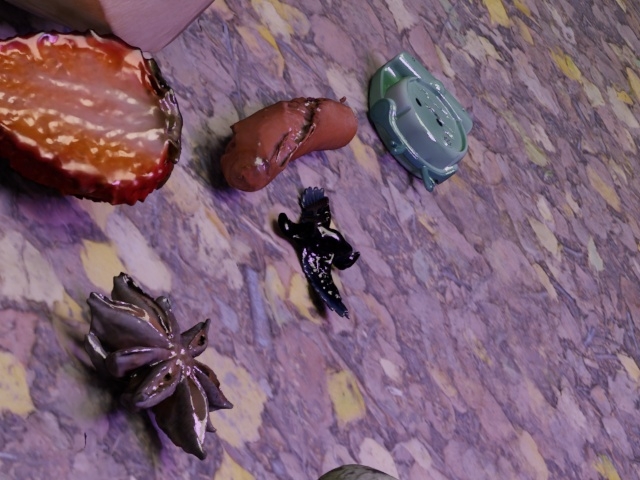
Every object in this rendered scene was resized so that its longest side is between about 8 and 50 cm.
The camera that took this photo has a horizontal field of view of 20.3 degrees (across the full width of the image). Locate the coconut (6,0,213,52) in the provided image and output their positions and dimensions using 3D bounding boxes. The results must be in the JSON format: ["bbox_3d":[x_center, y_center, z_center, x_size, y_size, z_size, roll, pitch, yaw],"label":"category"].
[{"bbox_3d":[-0.197,-0.336,1.809,0.329,0.329,0.329,39,30,-28],"label":"coconut"}]

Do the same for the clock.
[{"bbox_3d":[0.138,-0.151,2.436,0.159,0.066,0.211,42,29,-22],"label":"clock"}]

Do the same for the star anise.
[{"bbox_3d":[-0.144,0.121,1.646,0.182,0.065,0.195,23,35,-54],"label":"star anise"}]

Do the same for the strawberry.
[{"bbox_3d":[-0.254,-0.109,1.710,0.236,0.111,0.190,13,54,-22],"label":"strawberry"}]

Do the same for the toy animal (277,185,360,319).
[{"bbox_3d":[0.000,0.000,2.050,0.108,0.062,0.220,55,18,-44],"label":"toy animal"}]

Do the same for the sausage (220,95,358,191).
[{"bbox_3d":[-0.042,-0.121,2.085,0.087,0.079,0.326,41,24,8],"label":"sausage"}]

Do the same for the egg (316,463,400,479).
[{"bbox_3d":[0.041,0.286,1.664,0.141,0.141,0.181,35,21,-34],"label":"egg"}]
